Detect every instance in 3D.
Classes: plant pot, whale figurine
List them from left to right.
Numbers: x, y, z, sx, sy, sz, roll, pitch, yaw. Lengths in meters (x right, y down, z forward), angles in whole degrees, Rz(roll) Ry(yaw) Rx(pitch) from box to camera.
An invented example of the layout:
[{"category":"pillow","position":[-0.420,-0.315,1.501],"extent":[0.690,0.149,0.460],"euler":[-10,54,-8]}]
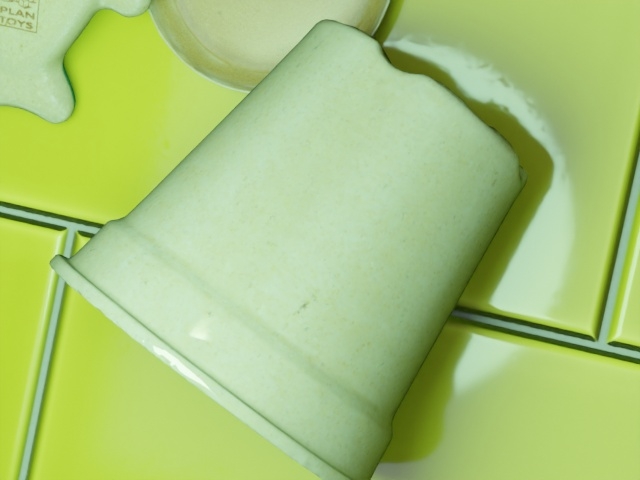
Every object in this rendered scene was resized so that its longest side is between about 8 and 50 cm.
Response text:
[{"category":"whale figurine","position":[-0.253,-0.246,1.735],"extent":[0.216,0.141,0.272],"euler":[11,118,3]},{"category":"plant pot","position":[-0.045,-0.249,1.724],"extent":[0.236,0.032,0.236],"euler":[0,91,13]},{"category":"plant pot","position":[0.000,0.000,1.597],"extent":[0.334,0.334,0.305],"euler":[37,87,9]}]
